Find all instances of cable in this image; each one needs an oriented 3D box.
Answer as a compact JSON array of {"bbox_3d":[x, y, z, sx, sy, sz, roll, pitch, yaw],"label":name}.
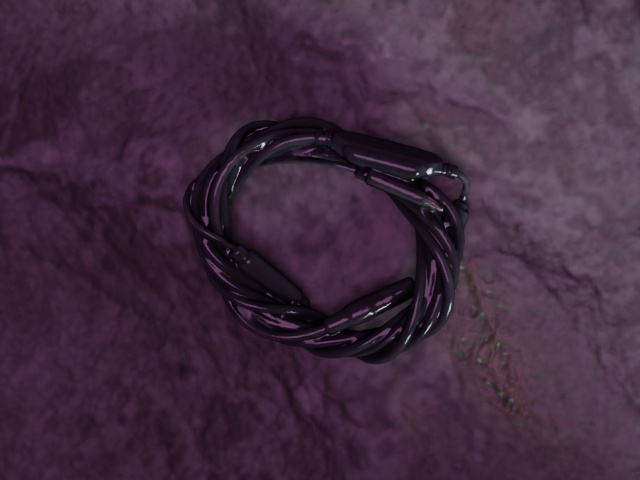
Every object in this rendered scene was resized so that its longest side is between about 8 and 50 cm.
[{"bbox_3d":[0.000,0.000,0.734,0.185,0.047,0.150,13,104,2],"label":"cable"}]
